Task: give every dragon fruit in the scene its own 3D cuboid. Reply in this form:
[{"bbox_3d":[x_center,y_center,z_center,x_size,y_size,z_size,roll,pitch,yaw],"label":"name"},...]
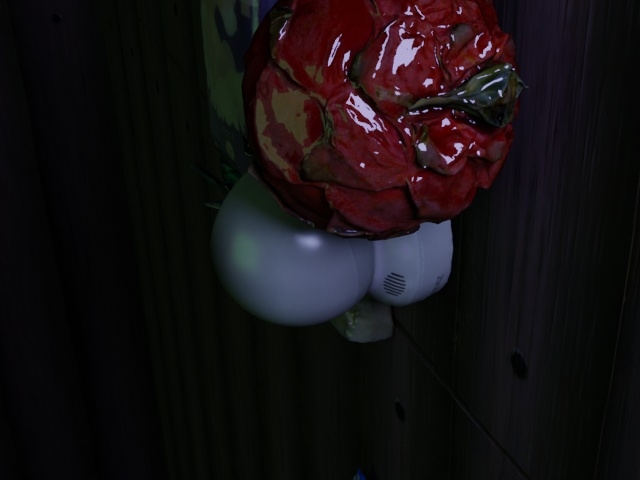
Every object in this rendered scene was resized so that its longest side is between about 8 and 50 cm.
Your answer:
[{"bbox_3d":[0.042,-0.115,0.864,0.299,0.244,0.244,-45,58,48],"label":"dragon fruit"}]

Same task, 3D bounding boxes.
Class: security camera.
[{"bbox_3d":[0.000,0.000,1.076,0.194,0.236,0.194,164,90,-72],"label":"security camera"}]

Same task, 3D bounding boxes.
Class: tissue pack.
[{"bbox_3d":[-0.070,-0.248,1.278,0.242,0.125,0.343,-132,34,-55],"label":"tissue pack"}]

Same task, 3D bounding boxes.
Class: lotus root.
[{"bbox_3d":[0.030,0.043,1.270,0.143,0.070,0.144,-140,41,-60],"label":"lotus root"}]

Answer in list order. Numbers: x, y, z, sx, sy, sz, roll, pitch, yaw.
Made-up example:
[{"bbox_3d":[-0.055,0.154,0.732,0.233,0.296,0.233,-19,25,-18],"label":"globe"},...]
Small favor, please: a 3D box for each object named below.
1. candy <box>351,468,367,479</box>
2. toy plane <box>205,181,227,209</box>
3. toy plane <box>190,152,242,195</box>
[{"bbox_3d":[0.062,0.395,1.474,0.136,0.038,0.088,93,161,-62],"label":"candy"},{"bbox_3d":[-0.114,0.002,1.651,0.226,0.058,0.226,53,173,27],"label":"toy plane"},{"bbox_3d":[-0.103,-0.087,1.543,0.235,0.096,0.060,33,139,39],"label":"toy plane"}]
